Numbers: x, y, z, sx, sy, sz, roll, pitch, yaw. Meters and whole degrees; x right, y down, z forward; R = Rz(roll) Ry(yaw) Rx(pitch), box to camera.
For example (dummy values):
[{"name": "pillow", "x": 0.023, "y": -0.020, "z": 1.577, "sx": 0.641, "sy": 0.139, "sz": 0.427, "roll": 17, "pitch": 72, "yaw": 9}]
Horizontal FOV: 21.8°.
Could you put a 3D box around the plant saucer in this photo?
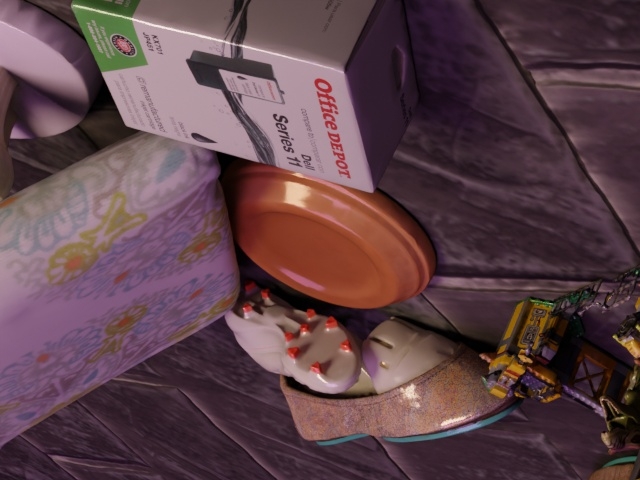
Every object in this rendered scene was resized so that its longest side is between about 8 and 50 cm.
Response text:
[{"name": "plant saucer", "x": 0.000, "y": 0.000, "z": 1.414, "sx": 0.200, "sy": 0.037, "sz": 0.200, "roll": 21, "pitch": 153, "yaw": 11}]

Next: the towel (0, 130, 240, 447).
[{"name": "towel", "x": -0.225, "y": 0.049, "z": 1.388, "sx": 0.090, "sy": 0.321, "sz": 0.374, "roll": 56, "pitch": 170, "yaw": 16}]

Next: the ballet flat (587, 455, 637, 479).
[{"name": "ballet flat", "x": 0.343, "y": 0.257, "z": 1.477, "sx": 0.116, "sy": 0.124, "sz": 0.342, "roll": 39, "pitch": 152, "yaw": -23}]

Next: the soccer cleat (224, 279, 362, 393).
[{"name": "soccer cleat", "x": -0.021, "y": 0.100, "z": 1.543, "sx": 0.196, "sy": 0.068, "sz": 0.076, "roll": 30, "pitch": 148, "yaw": 49}]

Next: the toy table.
[{"name": "toy table", "x": -0.319, "y": -0.097, "z": 1.388, "sx": 0.252, "sy": 0.161, "sz": 0.274, "roll": 41, "pitch": 150, "yaw": -28}]

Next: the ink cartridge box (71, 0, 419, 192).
[{"name": "ink cartridge box", "x": -0.048, "y": -0.128, "z": 1.160, "sx": 0.208, "sy": 0.087, "sz": 0.153, "roll": 15, "pitch": 153, "yaw": 20}]

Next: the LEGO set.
[{"name": "LEGO set", "x": 0.258, "y": 0.150, "z": 1.276, "sx": 0.255, "sy": 0.192, "sz": 0.331, "roll": 36, "pitch": 153, "yaw": -19}]

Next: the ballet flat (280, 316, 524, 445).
[{"name": "ballet flat", "x": 0.057, "y": 0.129, "z": 1.540, "sx": 0.316, "sy": 0.107, "sz": 0.106, "roll": -17, "pitch": 103, "yaw": 53}]
